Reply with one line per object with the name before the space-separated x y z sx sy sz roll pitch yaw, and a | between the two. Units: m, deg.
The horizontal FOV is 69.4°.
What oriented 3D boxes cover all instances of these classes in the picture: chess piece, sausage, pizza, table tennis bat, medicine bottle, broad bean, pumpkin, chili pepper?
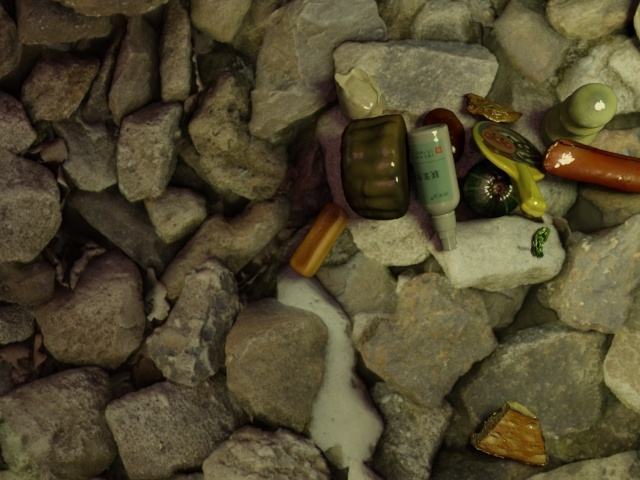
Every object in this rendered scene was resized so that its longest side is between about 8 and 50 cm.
chess piece | 0.663 -0.315 1.173 0.145 0.251 0.144 -1 88 12
sausage | 0.722 -0.188 1.198 0.331 0.102 0.101 11 91 -9
pizza | 0.546 0.526 1.271 0.204 0.080 0.188 21 116 3
table tennis bat | 0.501 -0.197 1.189 0.224 0.368 0.054 17 135 -13
medicine bottle | 0.327 -0.140 1.286 0.110 0.110 0.351 -11 107 12
broad bean | 0.357 -0.304 1.331 0.114 0.084 0.165 -5 80 -5
pumpkin | 0.475 -0.144 1.275 0.167 0.125 0.167 1 94 15
chili pepper | 0.614 0.003 1.289 0.034 0.030 0.091 14 94 -12

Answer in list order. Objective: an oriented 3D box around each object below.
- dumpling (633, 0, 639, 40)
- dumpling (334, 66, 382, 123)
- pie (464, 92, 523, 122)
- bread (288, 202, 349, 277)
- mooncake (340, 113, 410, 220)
dumpling | 0.954 -0.594 1.169 0.260 0.181 0.340 28 125 32
dumpling | 0.120 -0.424 1.375 0.136 0.118 0.199 -36 109 -5
pie | 0.482 -0.371 1.316 0.170 0.034 0.092 29 55 15
bread | 0.000 0.000 1.404 0.093 0.074 0.239 36 95 27
mooncake | 0.157 -0.196 1.271 0.162 0.290 0.290 -2 88 18
